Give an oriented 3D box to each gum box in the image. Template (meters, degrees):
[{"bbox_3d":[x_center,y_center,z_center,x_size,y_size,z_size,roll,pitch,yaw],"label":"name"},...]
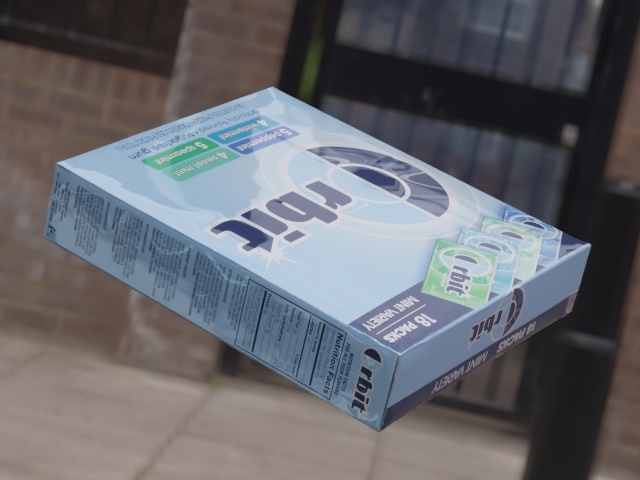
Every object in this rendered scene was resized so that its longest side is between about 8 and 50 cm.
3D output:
[{"bbox_3d":[0.000,0.000,0.864,0.184,0.041,0.157,29,31,27],"label":"gum box"}]
